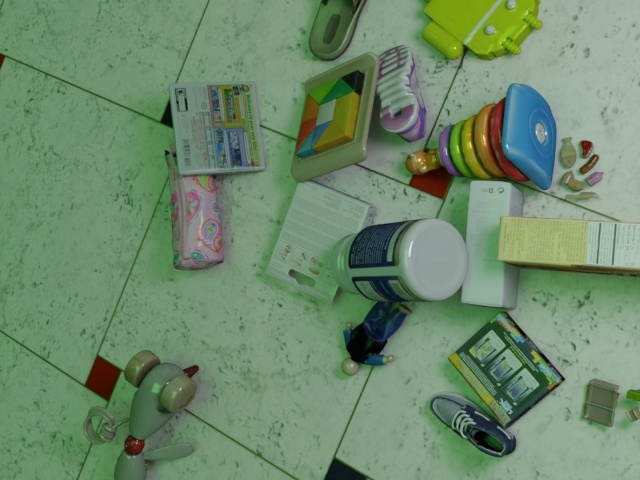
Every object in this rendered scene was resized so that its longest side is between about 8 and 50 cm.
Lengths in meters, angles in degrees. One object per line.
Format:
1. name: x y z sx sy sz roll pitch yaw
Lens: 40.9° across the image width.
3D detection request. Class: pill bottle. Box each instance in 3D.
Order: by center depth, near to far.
1. pill bottle: 0.141 0.041 1.636 0.265 0.153 0.153 -5 80 57

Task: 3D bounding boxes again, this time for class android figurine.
1. android figurine: 0.320 -0.473 1.717 0.248 0.056 0.273 -49 65 13

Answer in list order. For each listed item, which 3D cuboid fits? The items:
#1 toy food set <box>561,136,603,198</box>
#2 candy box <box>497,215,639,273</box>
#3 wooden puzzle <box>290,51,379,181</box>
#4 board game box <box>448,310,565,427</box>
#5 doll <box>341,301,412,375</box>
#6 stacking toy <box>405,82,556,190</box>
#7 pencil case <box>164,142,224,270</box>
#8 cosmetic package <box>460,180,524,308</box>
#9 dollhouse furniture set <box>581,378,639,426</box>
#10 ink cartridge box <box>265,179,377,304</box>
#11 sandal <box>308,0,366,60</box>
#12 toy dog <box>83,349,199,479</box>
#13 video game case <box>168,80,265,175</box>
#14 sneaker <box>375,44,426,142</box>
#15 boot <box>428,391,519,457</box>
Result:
1. toy food set: 0.492 -0.136 1.611 0.078 0.019 0.122 0 76 26
2. candy box: 0.489 0.014 1.500 0.317 0.183 0.087 3 86 27
3. wooden puzzle: 0.023 -0.256 1.776 0.221 0.044 0.238 -15 62 46
4. board game box: 0.349 0.242 1.617 0.141 0.048 0.170 -45 67 17
5. doll: 0.106 0.200 1.743 0.129 0.046 0.189 43 102 25
6. stacking toy: 0.292 -0.175 1.656 0.302 0.175 0.165 -11 59 41
7. pencil case: -0.286 -0.076 1.931 0.124 0.124 0.284 -11 80 25
8. cosmetic package: 0.326 0.011 1.620 0.086 0.117 0.231 4 84 27
9. dollhouse furniture set: 0.548 0.298 1.526 0.152 0.059 0.076 12 97 46
10. ink cartridge box: 0.000 0.000 1.823 0.181 0.056 0.224 24 101 26
11. sandal: 0.044 -0.539 1.842 0.120 0.086 0.302 14 90 27
12. toy dog: -0.363 0.388 1.920 0.220 0.161 0.333 52 121 19
13. video game case: -0.231 -0.251 1.912 0.194 0.023 0.212 -5 78 -17
14. sneaker: 0.169 -0.293 1.752 0.095 0.104 0.236 -22 52 26
15. boot: 0.279 0.343 1.617 0.190 0.086 0.069 24 95 27
